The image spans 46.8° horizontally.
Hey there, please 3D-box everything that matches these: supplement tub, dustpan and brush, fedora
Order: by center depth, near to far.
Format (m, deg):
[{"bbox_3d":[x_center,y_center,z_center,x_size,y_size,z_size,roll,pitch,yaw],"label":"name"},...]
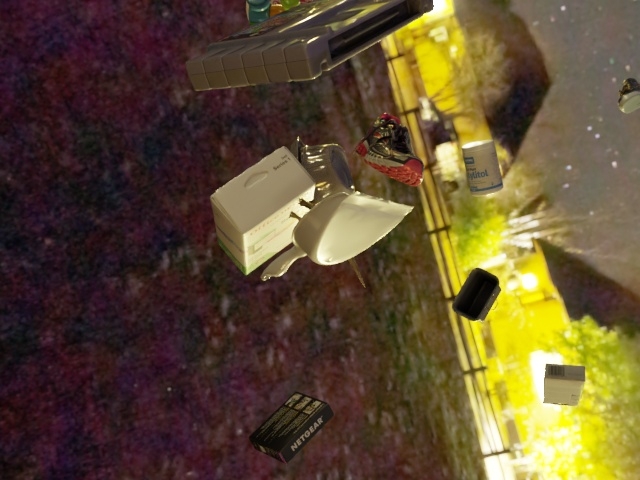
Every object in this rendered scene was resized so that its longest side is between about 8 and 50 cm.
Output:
[{"bbox_3d":[0.000,0.000,0.945,0.147,0.211,0.060,9,41,-53],"label":"dustpan and brush"},{"bbox_3d":[0.340,-0.152,1.552,0.071,0.071,0.107,-58,133,-73],"label":"supplement tub"},{"bbox_3d":[0.018,-0.170,1.982,0.275,0.124,0.243,48,29,-64],"label":"fedora"}]

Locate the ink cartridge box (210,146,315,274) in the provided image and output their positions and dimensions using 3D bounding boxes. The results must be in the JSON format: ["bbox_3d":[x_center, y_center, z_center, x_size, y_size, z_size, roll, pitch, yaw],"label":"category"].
[{"bbox_3d":[-0.128,-0.060,1.668,0.117,0.201,0.278,50,-16,13],"label":"ink cartridge box"}]

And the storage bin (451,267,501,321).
[{"bbox_3d":[0.427,0.154,1.952,0.098,0.135,0.091,29,-1,33],"label":"storage bin"}]

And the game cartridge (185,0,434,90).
[{"bbox_3d":[-0.009,-0.313,1.107,0.355,0.230,0.068,-41,128,-44],"label":"game cartridge"}]

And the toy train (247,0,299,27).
[{"bbox_3d":[-0.061,-0.558,1.835,0.143,0.248,0.105,77,19,-69],"label":"toy train"}]

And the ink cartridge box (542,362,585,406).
[{"bbox_3d":[0.400,0.240,1.221,0.115,0.063,0.029,70,27,-55],"label":"ink cartridge box"}]

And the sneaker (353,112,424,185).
[{"bbox_3d":[0.155,-0.206,1.618,0.121,0.112,0.299,24,14,-21],"label":"sneaker"}]

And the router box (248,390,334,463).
[{"bbox_3d":[-0.072,0.462,1.839,0.179,0.133,0.046,-40,118,-30],"label":"router box"}]

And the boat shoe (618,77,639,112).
[{"bbox_3d":[0.876,-0.415,2.103,0.183,0.065,0.083,-17,52,-42],"label":"boat shoe"}]

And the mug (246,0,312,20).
[{"bbox_3d":[-0.124,-0.675,2.164,0.113,0.169,0.150,62,-28,0],"label":"mug"}]

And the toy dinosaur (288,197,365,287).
[{"bbox_3d":[0.012,-0.015,1.112,0.092,0.053,0.183,9,37,-46],"label":"toy dinosaur"}]
